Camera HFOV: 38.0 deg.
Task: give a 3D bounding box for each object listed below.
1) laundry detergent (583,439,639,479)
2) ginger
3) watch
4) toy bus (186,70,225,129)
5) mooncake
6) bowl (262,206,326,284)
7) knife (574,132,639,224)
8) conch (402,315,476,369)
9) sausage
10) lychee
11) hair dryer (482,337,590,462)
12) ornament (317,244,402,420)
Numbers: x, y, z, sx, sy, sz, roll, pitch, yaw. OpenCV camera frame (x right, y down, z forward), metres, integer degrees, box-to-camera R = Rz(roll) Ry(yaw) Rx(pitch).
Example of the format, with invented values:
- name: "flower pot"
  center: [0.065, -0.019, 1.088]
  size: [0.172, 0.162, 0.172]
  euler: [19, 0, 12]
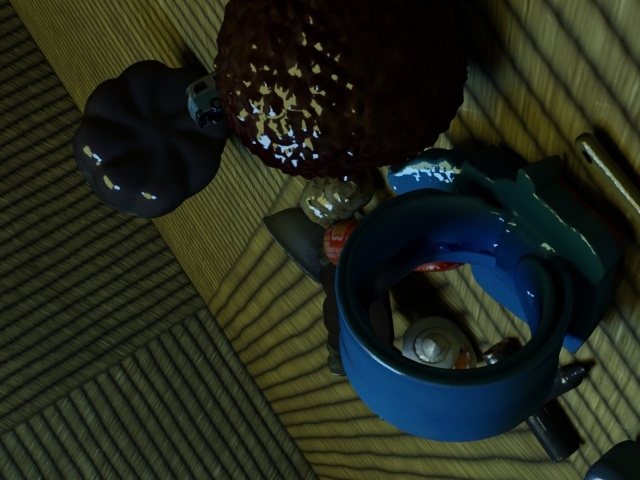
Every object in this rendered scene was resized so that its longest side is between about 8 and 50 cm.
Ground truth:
- name: "laundry detergent"
  center: [0.419, 0.352, 1.016]
  size: [0.290, 0.094, 0.143]
  euler: [41, 153, 44]
- name: "ginger"
  center: [0.027, -0.068, 1.396]
  size: [0.104, 0.080, 0.204]
  euler: [44, 164, -1]
- name: "watch"
  center: [0.126, 0.037, 0.969]
  size: [0.305, 0.274, 0.241]
  euler: [41, 158, 30]
- name: "toy bus"
  center: [-0.167, -0.245, 1.551]
  size: [0.075, 0.123, 0.060]
  euler: [57, 164, 14]
- name: "mooncake"
  center: [-0.318, -0.197, 1.773]
  size: [0.306, 0.306, 0.154]
  euler: [58, 161, -1]
- name: "bowl"
  center: [0.000, 0.000, 1.536]
  size: [0.189, 0.086, 0.189]
  euler: [43, -171, -8]
- name: "knife"
  center: [0.324, 0.024, 0.836]
  size: [0.298, 0.017, 0.047]
  euler: [52, 165, 6]
- name: "conch"
  center: [0.175, 0.177, 1.396]
  size: [0.176, 0.104, 0.094]
  euler: [79, 175, -56]
- name: "sausage"
  center: [0.109, 0.006, 1.254]
  size: [0.274, 0.074, 0.074]
  euler: [3, 125, 55]
- name: "lychee"
  center: [0.019, -0.184, 0.926]
  size: [0.260, 0.261, 0.260]
  euler: [50, 162, 23]
- name: "hair dryer"
  center: [0.302, 0.200, 1.170]
  size: [0.173, 0.050, 0.195]
  euler: [55, 160, -2]
- name: "ornament"
  center: [0.085, 0.142, 1.465]
  size: [0.260, 0.106, 0.251]
  euler: [52, -150, -62]
